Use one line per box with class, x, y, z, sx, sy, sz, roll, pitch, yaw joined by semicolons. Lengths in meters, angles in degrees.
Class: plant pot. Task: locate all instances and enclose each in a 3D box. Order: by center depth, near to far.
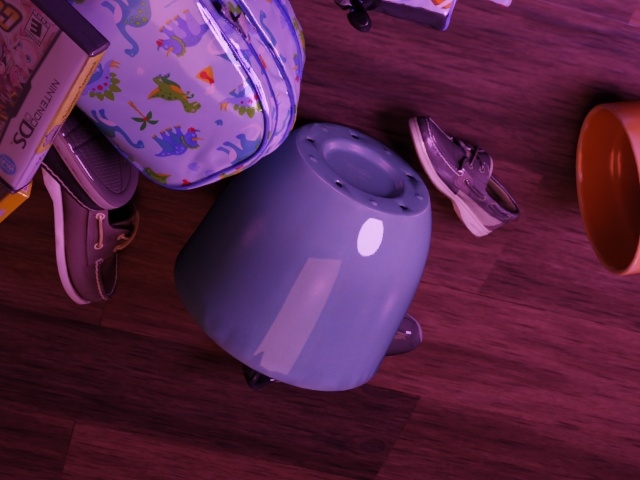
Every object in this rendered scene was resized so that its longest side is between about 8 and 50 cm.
plant pot;0.430;-0.071;1.663;0.188;0.205;0.205;-7;137;-10
plant pot;0.000;0.000;1.708;0.293;0.293;0.235;21;121;-16

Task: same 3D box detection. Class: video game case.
video game case;-0.369;-0.215;1.452;0.275;0.035;0.248;44;135;2

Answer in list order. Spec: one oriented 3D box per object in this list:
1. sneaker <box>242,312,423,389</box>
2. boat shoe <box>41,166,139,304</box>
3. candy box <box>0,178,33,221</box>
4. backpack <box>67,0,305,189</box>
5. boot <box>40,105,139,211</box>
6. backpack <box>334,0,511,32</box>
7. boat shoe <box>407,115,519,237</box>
sneaker;0.015;0.163;1.996;0.267;0.106;0.101;-7;134;10
boat shoe;-0.289;-0.039;1.806;0.097;0.116;0.324;4;131;5
candy box;-0.436;-0.048;1.813;0.027;0.105;0.206;30;131;-31
backpack;-0.171;-0.230;1.520;0.290;0.273;0.355;-23;140;21
boot;-0.412;-0.160;1.632;0.284;0.138;0.377;-25;111;30
backpack;0.118;-0.362;1.336;0.213;0.276;0.263;3;130;-5
boat shoe;0.181;-0.088;1.741;0.073;0.080;0.223;-23;136;19
